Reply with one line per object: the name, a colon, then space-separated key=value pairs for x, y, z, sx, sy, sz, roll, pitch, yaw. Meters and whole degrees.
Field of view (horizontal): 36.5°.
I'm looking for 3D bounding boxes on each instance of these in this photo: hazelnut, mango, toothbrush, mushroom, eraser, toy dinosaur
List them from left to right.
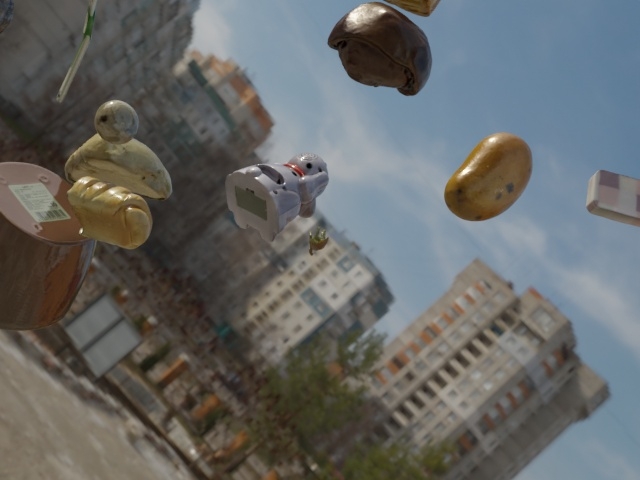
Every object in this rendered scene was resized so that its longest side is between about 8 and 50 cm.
toothbrush: x=-0.395 y=-0.361 z=1.642 sx=0.030 sy=0.304 sz=0.030 roll=24 pitch=29 yaw=-14
mushroom: x=-0.385 y=-0.217 z=1.815 sx=0.085 sy=0.085 sz=0.079 roll=51 pitch=-35 yaw=-12
toy dinosaur: x=0.000 y=-0.003 z=1.635 sx=0.026 sy=0.041 sz=0.113 roll=13 pitch=-20 yaw=-17
hazelnut: x=0.121 y=-0.359 z=1.852 sx=0.202 sy=0.160 sz=0.170 roll=49 pitch=14 yaw=11
mango: x=0.273 y=-0.096 z=1.563 sx=0.090 sy=0.178 sz=0.115 roll=9 pitch=-39 yaw=51
eraser: x=0.431 y=-0.058 z=1.371 sx=0.105 sy=0.065 sz=0.026 roll=16 pitch=-24 yaw=-4

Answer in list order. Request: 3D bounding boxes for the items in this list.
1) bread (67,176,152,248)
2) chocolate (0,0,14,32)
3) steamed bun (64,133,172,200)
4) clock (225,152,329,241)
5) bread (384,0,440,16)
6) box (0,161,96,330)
bread: x=-0.384 y=-0.050 z=1.775 sx=0.177 sy=0.084 sz=0.119 roll=18 pitch=-49 yaw=22
chocolate: x=-0.529 y=-0.286 z=1.370 sx=0.110 sy=0.248 sz=0.110 roll=43 pitch=-3 yaw=3
steamed bun: x=-0.413 y=-0.170 z=1.998 sx=0.231 sy=0.111 sz=0.212 roll=11 pitch=-16 yaw=-7
clock: x=-0.079 y=-0.125 z=2.327 sx=0.188 sy=0.254 sz=0.189 roll=23 pitch=-54 yaw=37
bread: x=0.167 y=-0.577 z=1.920 sx=0.235 sy=0.211 sz=0.099 roll=34 pitch=-1 yaw=8
box: x=-0.584 y=0.004 z=1.891 sx=0.301 sy=0.216 sz=0.301 roll=30 pitch=28 yaw=-18
